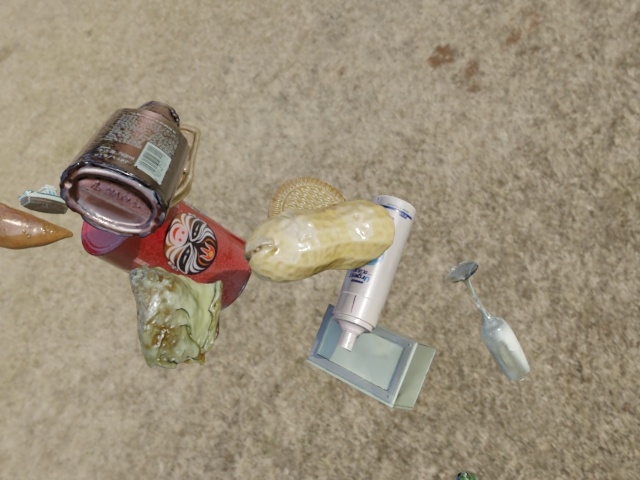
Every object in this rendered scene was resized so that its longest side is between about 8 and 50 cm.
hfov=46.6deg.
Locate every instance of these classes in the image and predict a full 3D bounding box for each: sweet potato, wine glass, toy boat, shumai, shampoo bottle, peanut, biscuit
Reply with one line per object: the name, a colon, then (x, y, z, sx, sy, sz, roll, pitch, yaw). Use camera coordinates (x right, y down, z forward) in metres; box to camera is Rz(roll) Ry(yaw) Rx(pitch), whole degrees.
sweet potato: (-0.705, -0.037, 1.548, 0.354, 0.106, 0.095, 7, 88, 6)
wine glass: (0.333, 0.165, 1.443, 0.074, 0.262, 0.074, -29, 15, 9)
toy boat: (-0.655, -0.101, 1.771, 0.059, 0.140, 0.066, -22, 71, 26)
toy boat: (-0.295, -0.134, 1.408, 0.116, 0.061, 0.188, 10, 62, -4)
shumai: (-0.214, 0.111, 1.153, 0.142, 0.184, 0.184, -11, 39, -12)
shampoo bottle: (-0.241, -0.110, 0.976, 0.084, 0.129, 0.323, -62, 15, 20)
shampoo bottle: (0.095, 0.066, 1.423, 0.092, 0.092, 0.303, 6, 67, 45)
peanut: (0.000, 0.000, 1.303, 0.130, 0.290, 0.130, 23, 118, 54)
biscuit: (-0.021, -0.050, 1.959, 0.079, 0.259, 0.259, -45, 25, 57)

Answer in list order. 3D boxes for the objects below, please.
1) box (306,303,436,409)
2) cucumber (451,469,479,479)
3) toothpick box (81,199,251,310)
box: (0.096, 0.227, 1.464, 0.225, 0.086, 0.129, 21, 89, 39)
cucumber: (0.276, 0.469, 1.394, 0.056, 0.250, 0.056, -6, 62, 13)
toothpick box: (-0.330, 0.010, 1.642, 0.204, 0.333, 0.204, -20, 53, 29)
